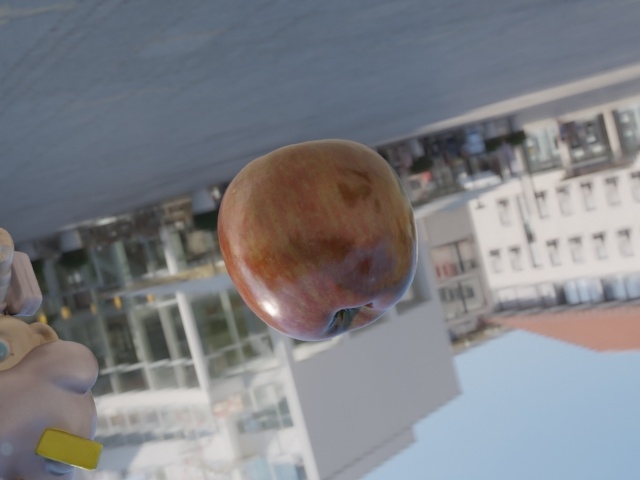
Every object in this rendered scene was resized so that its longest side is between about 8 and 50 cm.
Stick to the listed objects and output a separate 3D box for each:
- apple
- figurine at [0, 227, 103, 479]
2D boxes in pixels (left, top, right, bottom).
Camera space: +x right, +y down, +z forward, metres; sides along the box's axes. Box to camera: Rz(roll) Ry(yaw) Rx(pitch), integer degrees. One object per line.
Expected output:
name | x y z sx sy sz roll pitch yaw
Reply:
apple | 0.000 0.000 1.083 0.188 0.173 0.188 -21 161 -8
figurine | -0.197 0.078 0.659 0.137 0.228 0.112 -25 169 4
